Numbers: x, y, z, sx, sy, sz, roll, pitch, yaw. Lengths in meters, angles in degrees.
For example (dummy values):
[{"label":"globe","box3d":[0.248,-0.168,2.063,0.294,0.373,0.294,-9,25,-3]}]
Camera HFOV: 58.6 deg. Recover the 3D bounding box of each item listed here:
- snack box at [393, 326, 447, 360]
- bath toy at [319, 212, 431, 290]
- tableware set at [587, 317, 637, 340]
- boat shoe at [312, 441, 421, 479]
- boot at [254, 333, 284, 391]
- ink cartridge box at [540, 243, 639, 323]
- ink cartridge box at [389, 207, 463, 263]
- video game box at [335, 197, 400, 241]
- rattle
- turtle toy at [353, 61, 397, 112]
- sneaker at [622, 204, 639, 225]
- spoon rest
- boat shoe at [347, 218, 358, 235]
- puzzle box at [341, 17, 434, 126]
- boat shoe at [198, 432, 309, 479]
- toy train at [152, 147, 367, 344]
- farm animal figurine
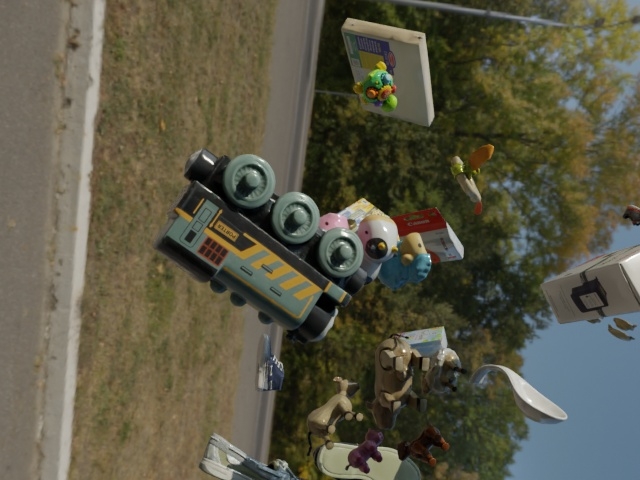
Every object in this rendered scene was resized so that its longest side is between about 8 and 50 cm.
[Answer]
[{"label":"snack box","box3d":[0.323,0.346,1.875,0.207,0.174,0.070,-16,94,-74]},{"label":"bath toy","box3d":[0.025,0.014,1.029,0.129,0.348,0.152,54,-51,57]},{"label":"tableware set","box3d":[0.799,0.225,1.591,0.020,0.168,0.141,-55,155,-11]},{"label":"boat shoe","box3d":[0.127,0.657,1.651,0.113,0.339,0.127,-27,-129,63]},{"label":"boot","box3d":[-0.161,0.396,1.848,0.069,0.086,0.190,-150,-114,-68]},{"label":"ink cartridge box","box3d":[0.590,0.080,1.132,0.100,0.171,0.237,66,-19,7]},{"label":"ink cartridge box","box3d":[0.273,-0.004,1.485,0.179,0.145,0.045,45,47,-39]},{"label":"video game box","box3d":[0.130,-0.024,1.646,0.205,0.187,0.048,-33,156,-44]},{"label":"rattle","box3d":[0.489,-0.185,1.729,0.200,0.142,0.130,49,10,-23]},{"label":"turtle toy","box3d":[0.144,-0.357,1.365,0.066,0.095,0.130,50,7,32]},{"label":"sneaker","box3d":[1.160,-0.073,2.048,0.065,0.061,0.158,-56,-152,7]},{"label":"spoon rest","box3d":[0.536,0.411,1.546,0.276,0.137,0.084,24,-83,50]},{"label":"boat shoe","box3d":[0.001,0.000,1.356,0.080,0.223,0.074,-32,108,-44]},{"label":"puzzle box","box3d":[0.235,-0.551,1.904,0.052,0.272,0.409,-61,156,-17]},{"label":"boat shoe","box3d":[-0.164,0.615,1.533,0.118,0.320,0.103,-35,-146,67]},{"label":"toy train","box3d":[-0.085,0.013,0.856,0.190,0.334,0.142,-57,-160,-12]},{"label":"farm animal figurine","box3d":[0.146,0.374,1.347,0.172,0.330,0.327,8,-102,70]}]
